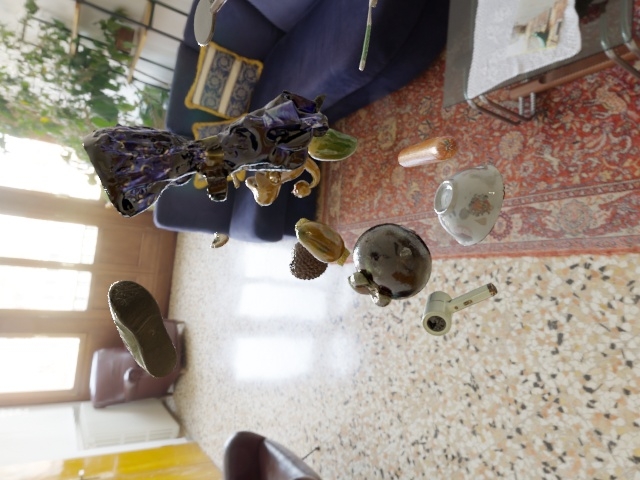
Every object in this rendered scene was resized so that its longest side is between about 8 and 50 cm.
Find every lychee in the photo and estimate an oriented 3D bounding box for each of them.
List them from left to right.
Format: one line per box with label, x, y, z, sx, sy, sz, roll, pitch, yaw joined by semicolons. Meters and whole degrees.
lychee;-0.052;0.088;1.843;0.188;0.188;0.188;-20;66;55

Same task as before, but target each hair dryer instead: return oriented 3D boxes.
hair dryer;0.624;0.275;1.832;0.362;0.203;0.128;-32;98;29

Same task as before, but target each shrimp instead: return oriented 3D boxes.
shrimp;-0.306;0.001;1.230;0.059;0.023;0.108;-41;28;-21

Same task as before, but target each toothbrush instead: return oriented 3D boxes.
toothbrush;0.154;-0.677;1.348;0.018;0.024;0.257;1;80;63

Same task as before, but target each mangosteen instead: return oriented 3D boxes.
mangosteen;0.233;0.083;1.404;0.288;0.287;0.288;-20;66;55

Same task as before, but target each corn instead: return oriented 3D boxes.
corn;0.009;0.006;1.616;0.081;0.248;0.081;-52;6;8

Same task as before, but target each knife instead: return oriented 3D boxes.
knife;-0.048;-0.473;1.607;0.230;0.060;0.028;-52;51;17

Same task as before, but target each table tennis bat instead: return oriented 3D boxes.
table tennis bat;-0.302;-0.530;0.953;0.169;0.119;0.108;-11;87;51

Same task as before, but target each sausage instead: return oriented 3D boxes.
sausage;0.241;-0.204;0.966;0.348;0.053;0.053;-119;42;-81

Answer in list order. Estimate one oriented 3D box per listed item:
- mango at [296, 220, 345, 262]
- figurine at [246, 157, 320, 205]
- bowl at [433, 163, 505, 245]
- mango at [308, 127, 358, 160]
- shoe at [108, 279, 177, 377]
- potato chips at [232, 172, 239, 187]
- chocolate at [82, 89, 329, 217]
mango;0.002;-0.002;1.205;0.089;0.163;0.111;-35;23;29
figurine;-0.076;-0.131;0.885;0.176;0.122;0.121;-40;20;37
bowl;0.565;-0.160;1.682;0.345;0.157;0.346;-168;90;-76
mango;0.050;-0.439;1.903;0.114;0.250;0.157;60;141;40
shoe;-0.481;0.235;1.101;0.098;0.103;0.275;-15;97;45
potato chips;-0.363;-0.272;1.710;0.037;0.026;0.204;-45;43;8
chocolate;-0.147;-0.131;0.618;0.126;0.343;0.149;40;142;56
